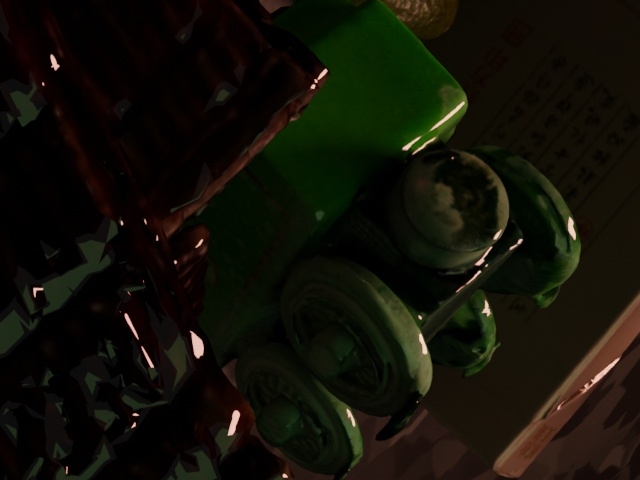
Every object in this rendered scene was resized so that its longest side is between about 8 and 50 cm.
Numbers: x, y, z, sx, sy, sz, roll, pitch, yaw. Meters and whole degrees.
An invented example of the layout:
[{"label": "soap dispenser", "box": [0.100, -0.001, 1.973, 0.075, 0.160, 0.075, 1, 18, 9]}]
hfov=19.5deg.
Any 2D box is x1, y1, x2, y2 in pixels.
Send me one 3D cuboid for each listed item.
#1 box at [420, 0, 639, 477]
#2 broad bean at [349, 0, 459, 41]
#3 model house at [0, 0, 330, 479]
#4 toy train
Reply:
[{"label": "box", "box": [0.145, -0.075, 1.001, 0.365, 0.204, 0.051, -50, 154, 5]}, {"label": "broad bean", "box": [-0.001, -0.133, 0.870, 0.052, 0.052, 0.256, -30, 163, 25]}, {"label": "model house", "box": [-0.118, 0.009, 0.616, 0.317, 0.282, 0.297, -41, 154, -13]}, {"label": "toy train", "box": [0.000, 0.000, 0.862, 0.132, 0.188, 0.243, -38, 173, -28]}]
